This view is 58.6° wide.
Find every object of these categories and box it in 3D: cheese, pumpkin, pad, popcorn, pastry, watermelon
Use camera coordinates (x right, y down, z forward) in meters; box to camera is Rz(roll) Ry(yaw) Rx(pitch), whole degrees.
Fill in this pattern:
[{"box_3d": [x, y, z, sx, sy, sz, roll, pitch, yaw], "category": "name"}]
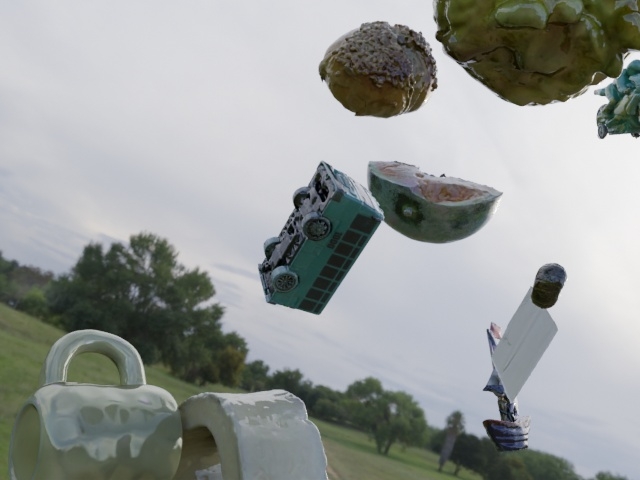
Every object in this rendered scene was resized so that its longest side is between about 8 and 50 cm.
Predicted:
[{"box_3d": [-0.140, 0.391, 0.891, 0.153, 0.292, 0.332, 8, -26, -35], "category": "cheese"}, {"box_3d": [0.390, 0.077, 0.978, 0.050, 0.083, 0.028, 17, -1, 30], "category": "pumpkin"}, {"box_3d": [0.450, 0.234, 1.279, 0.004, 0.156, 0.232, 11, -59, -11], "category": "pad"}, {"box_3d": [0.194, -0.204, 0.493, 0.185, 0.167, 0.187, 40, 21, -1], "category": "popcorn"}, {"box_3d": [0.162, -0.456, 1.478, 0.315, 0.284, 0.184, -11, -30, -25], "category": "pastry"}, {"box_3d": [0.240, -0.063, 1.350, 0.321, 0.175, 0.188, 17, -61, 24], "category": "watermelon"}]

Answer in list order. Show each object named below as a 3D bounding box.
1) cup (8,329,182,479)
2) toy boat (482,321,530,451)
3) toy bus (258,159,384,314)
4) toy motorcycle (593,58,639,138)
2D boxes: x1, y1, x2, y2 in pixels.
[{"box_3d": [-0.331, 0.261, 0.858, 0.202, 0.255, 0.173, 16, -19, -42], "category": "cup"}, {"box_3d": [0.465, 0.384, 1.437, 0.072, 0.318, 0.219, -22, -49, 35], "category": "toy boat"}, {"box_3d": [0.000, 0.000, 1.043, 0.147, 0.256, 0.128, 20, 25, -27], "category": "toy bus"}, {"box_3d": [0.794, -0.361, 1.483, 0.109, 0.198, 0.296, -5, 7, -2], "category": "toy motorcycle"}]
